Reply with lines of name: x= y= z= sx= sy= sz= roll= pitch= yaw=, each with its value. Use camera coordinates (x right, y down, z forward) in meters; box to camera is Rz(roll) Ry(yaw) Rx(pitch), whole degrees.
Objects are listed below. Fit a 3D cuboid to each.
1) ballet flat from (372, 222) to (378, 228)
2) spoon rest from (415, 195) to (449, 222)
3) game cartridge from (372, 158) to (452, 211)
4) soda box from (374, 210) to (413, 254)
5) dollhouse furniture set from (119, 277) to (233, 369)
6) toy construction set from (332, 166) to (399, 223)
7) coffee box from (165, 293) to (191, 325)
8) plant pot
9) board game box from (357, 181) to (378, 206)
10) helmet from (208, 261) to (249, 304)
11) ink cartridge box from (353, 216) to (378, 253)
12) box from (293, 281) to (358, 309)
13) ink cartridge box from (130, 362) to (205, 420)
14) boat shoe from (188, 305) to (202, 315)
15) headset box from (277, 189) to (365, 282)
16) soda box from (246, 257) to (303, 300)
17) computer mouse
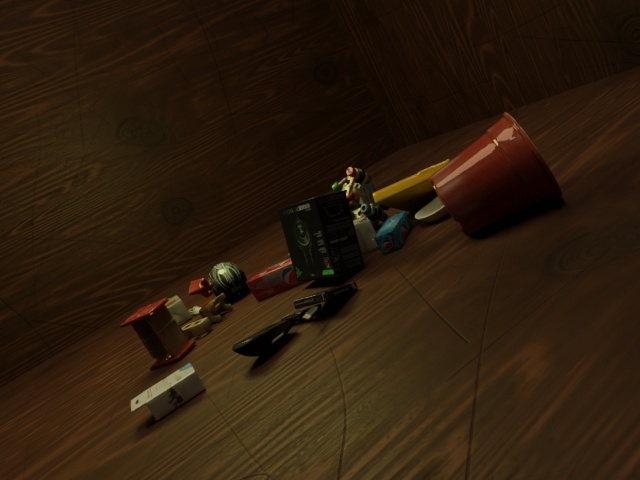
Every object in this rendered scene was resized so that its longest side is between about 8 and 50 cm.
ballet flat: x=0.111 y=-0.035 z=2.154 sx=0.281 sy=0.095 sz=0.096 roll=-29 pitch=23 yaw=-3
spoon rest: x=0.445 y=-0.146 z=1.846 sx=0.276 sy=0.084 sz=0.137 roll=-30 pitch=10 yaw=-13
game cartridge: x=0.395 y=-0.199 z=1.955 sx=0.324 sy=0.052 sz=0.285 roll=-25 pitch=-17 yaw=30
soda box: x=0.252 y=-0.029 z=1.820 sx=0.071 sy=0.067 sz=0.210 roll=-22 pitch=12 yaw=28
dollhouse furniture set: x=-0.511 y=0.275 z=1.944 sx=0.152 sy=0.201 sz=0.374 roll=-22 pitch=13 yaw=29
toy construction set: x=0.095 y=-0.118 z=2.012 sx=0.237 sy=0.257 sz=0.309 roll=-39 pitch=-15 yaw=27
coffee box: x=-0.673 y=0.327 z=2.384 sx=0.141 sy=0.098 sz=0.246 roll=-31 pitch=11 yaw=-18
plant pot: x=0.463 y=-0.163 z=1.467 sx=0.265 sy=0.272 sz=0.272 roll=-33 pitch=9 yaw=17
board game box: x=0.176 y=-0.185 z=2.549 sx=0.142 sy=0.144 sz=0.275 roll=-24 pitch=11 yaw=24
helmet: x=-0.390 y=0.170 z=2.237 sx=0.170 sy=0.161 sz=0.169 roll=-27 pitch=10 yaw=5
ink cartridge box: x=0.127 y=-0.009 z=1.912 sx=0.198 sy=0.115 sz=0.067 roll=-19 pitch=13 yaw=35
box: x=0.016 y=0.156 z=1.520 sx=0.116 sy=0.029 sz=0.162 roll=-20 pitch=-3 yaw=36
ink cartridge box: x=-0.405 y=0.409 z=1.415 sx=0.181 sy=0.061 sz=0.104 roll=-31 pitch=10 yaw=-17
boat shoe: x=-0.543 y=0.304 z=2.334 sx=0.100 sy=0.035 sz=0.035 roll=-19 pitch=14 yaw=43
headset box: x=0.000 y=0.000 z=1.784 sx=0.131 sy=0.282 sz=0.246 roll=-16 pitch=3 yaw=-34
soda box: x=-0.139 y=0.131 z=1.981 sx=0.263 sy=0.092 sz=0.083 roll=-24 pitch=12 yaw=20
computer mouse: x=-0.099 y=0.248 z=1.432 sx=0.184 sy=0.060 sz=0.262 roll=-25 pitch=-1 yaw=38
